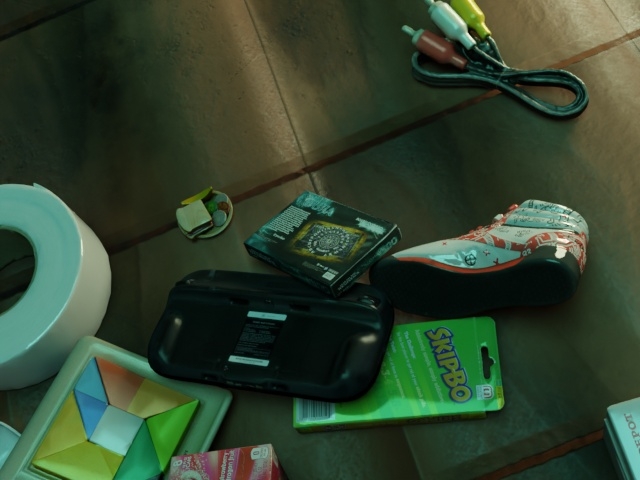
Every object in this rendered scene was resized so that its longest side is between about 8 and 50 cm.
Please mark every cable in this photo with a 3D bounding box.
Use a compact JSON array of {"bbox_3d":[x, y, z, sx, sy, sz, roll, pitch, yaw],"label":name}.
[{"bbox_3d":[0.237,-0.249,1.255,0.139,0.072,0.287,-46,63,-4],"label":"cable"}]

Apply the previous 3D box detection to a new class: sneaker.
[{"bbox_3d":[0.205,0.020,1.125,0.270,0.090,0.145,-5,29,31],"label":"sneaker"}]

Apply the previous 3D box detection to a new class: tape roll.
[{"bbox_3d":[-0.447,0.063,1.259,0.286,0.100,0.286,-6,63,12],"label":"tape roll"}]

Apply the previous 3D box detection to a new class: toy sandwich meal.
[{"bbox_3d":[-0.169,-0.041,1.279,0.085,0.029,0.086,-6,63,12],"label":"toy sandwich meal"}]

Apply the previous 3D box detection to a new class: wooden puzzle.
[{"bbox_3d":[-0.259,0.246,1.119,0.238,0.044,0.221,18,60,13],"label":"wooden puzzle"}]

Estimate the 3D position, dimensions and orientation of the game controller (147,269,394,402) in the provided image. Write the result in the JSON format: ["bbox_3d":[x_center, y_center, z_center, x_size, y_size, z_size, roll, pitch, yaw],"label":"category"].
[{"bbox_3d":[-0.069,0.117,1.132,0.319,0.067,0.167,4,59,23],"label":"game controller"}]

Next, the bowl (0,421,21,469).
[{"bbox_3d":[-0.415,0.324,1.149,0.142,0.053,0.142,31,75,26],"label":"bowl"}]

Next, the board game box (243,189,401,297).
[{"bbox_3d":[0.000,0.000,1.168,0.126,0.026,0.186,-40,39,-22],"label":"board game box"}]

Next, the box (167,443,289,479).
[{"bbox_3d":[-0.103,0.367,0.968,0.128,0.123,0.257,-9,42,10],"label":"box"}]

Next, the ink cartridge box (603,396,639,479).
[{"bbox_3d":[0.407,0.229,0.944,0.176,0.127,0.128,-16,61,6],"label":"ink cartridge box"}]

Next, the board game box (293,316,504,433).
[{"bbox_3d":[0.094,0.168,1.106,0.259,0.039,0.124,-8,60,13],"label":"board game box"}]
